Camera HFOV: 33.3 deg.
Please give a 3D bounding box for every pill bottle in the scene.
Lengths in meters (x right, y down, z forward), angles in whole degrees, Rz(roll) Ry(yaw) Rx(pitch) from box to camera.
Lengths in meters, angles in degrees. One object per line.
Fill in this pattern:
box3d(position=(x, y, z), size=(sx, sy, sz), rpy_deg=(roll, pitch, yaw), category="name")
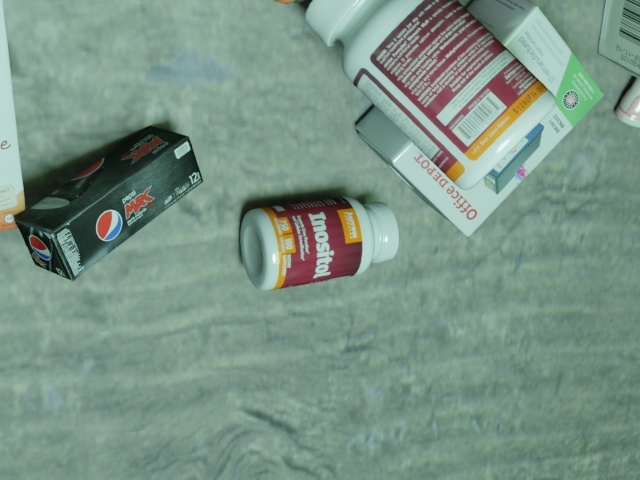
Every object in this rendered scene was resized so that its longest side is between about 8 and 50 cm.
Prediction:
box3d(position=(0.000, 0.000, 1.113), size=(0.152, 0.086, 0.086), rpy_deg=(-9, 121, -23), category="pill bottle")
box3d(position=(0.097, -0.161, 0.981), size=(0.121, 0.121, 0.221), rpy_deg=(-45, 86, 2), category="pill bottle")

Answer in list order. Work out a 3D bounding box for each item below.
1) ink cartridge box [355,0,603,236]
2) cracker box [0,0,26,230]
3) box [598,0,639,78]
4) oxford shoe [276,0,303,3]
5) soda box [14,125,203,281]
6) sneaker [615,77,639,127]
box3d(position=(0.166, -0.134, 1.119), size=(0.212, 0.093, 0.154), rpy_deg=(-45, 129, 5), category="ink cartridge box")
box3d(position=(-0.336, -0.111, 0.884), size=(0.156, 0.067, 0.232), rpy_deg=(-12, 122, -22), category="cracker box")
box3d(position=(0.477, -0.270, 1.183), size=(0.311, 0.121, 0.148), rpy_deg=(-11, 122, -22), category="box")
box3d(position=(0.050, -0.317, 0.952), size=(0.098, 0.097, 0.271), rpy_deg=(26, 104, -42), category="oxford shoe")
box3d(position=(-0.188, -0.037, 0.971), size=(0.169, 0.060, 0.053), rpy_deg=(-41, 133, -34), category="soda box")
box3d(position=(0.414, -0.164, 1.256), size=(0.134, 0.051, 0.070), rpy_deg=(6, 120, -25), category="sneaker")
